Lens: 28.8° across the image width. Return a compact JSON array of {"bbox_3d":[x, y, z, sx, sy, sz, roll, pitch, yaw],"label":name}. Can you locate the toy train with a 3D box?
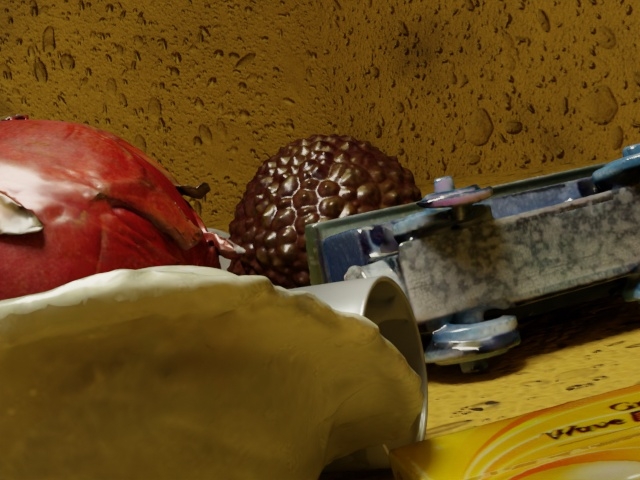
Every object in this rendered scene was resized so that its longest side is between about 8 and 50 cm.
[{"bbox_3d":[0.144,0.014,0.916,0.299,0.131,0.202,-11,-2,-18],"label":"toy train"}]

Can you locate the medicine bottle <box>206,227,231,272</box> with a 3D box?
[{"bbox_3d":[-0.128,0.037,1.282,0.103,0.103,0.186,-12,6,-18],"label":"medicine bottle"}]

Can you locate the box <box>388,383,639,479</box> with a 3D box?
[{"bbox_3d":[0.127,0.099,0.420,0.152,0.043,0.269,-12,5,-9],"label":"box"}]

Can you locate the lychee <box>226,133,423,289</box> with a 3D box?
[{"bbox_3d":[0.000,0.000,1.116,0.188,0.188,0.188,-10,5,1],"label":"lychee"}]

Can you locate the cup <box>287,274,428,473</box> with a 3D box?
[{"bbox_3d":[-0.011,0.088,0.668,0.133,0.136,0.099,-9,39,21],"label":"cup"}]

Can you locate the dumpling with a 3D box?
[{"bbox_3d":[-0.046,0.069,0.507,0.166,0.216,0.126,-24,33,11],"label":"dumpling"}]

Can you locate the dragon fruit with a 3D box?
[{"bbox_3d":[-0.185,0.037,0.769,0.252,0.241,0.241,11,18,39],"label":"dragon fruit"}]
